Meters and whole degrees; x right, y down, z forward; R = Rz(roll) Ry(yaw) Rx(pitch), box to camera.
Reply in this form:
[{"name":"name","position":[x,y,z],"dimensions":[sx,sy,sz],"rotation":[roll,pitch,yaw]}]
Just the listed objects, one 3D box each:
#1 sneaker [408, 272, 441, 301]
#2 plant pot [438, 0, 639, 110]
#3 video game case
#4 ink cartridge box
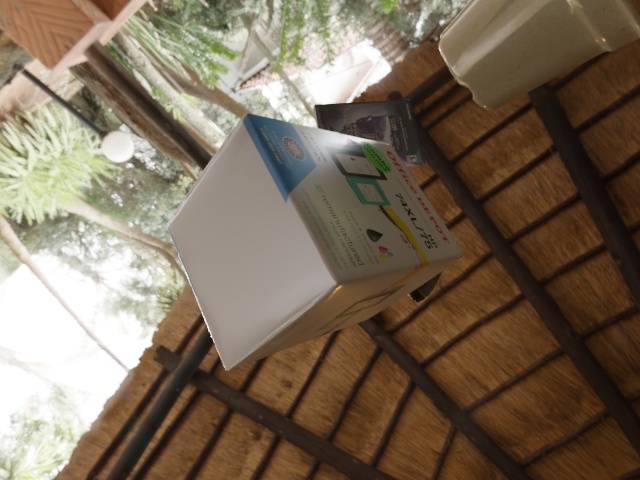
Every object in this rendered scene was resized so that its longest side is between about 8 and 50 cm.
[{"name":"sneaker","position":[0.144,0.006,0.810],"dimensions":[0.111,0.297,0.129],"rotation":[-45,-146,-13]},{"name":"plant pot","position":[0.442,-0.457,0.887],"dimensions":[0.305,0.334,0.333],"rotation":[-35,-153,42]},{"name":"video game case","position":[0.131,-0.280,1.111],"dimensions":[0.026,0.274,0.196],"rotation":[128,-46,-72]},{"name":"ink cartridge box","position":[0.000,0.000,0.521],"dimensions":[0.197,0.270,0.198],"rotation":[-42,-112,35]}]
